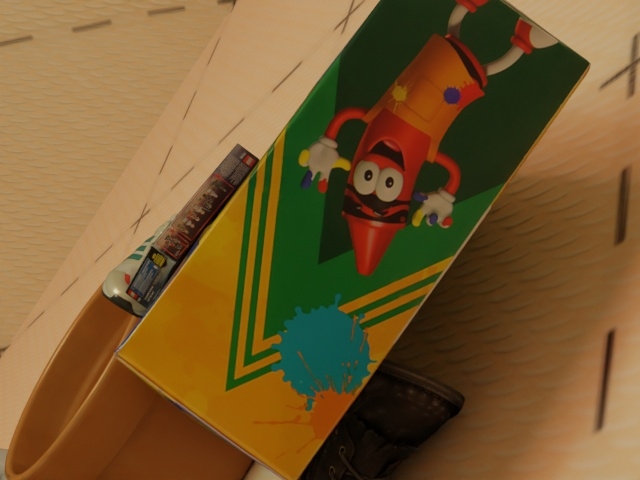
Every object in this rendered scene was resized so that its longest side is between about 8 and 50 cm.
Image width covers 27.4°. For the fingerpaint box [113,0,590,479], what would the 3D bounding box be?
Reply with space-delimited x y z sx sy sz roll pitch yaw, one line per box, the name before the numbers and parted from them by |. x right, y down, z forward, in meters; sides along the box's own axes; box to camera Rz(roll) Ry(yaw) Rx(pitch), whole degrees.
fingerpaint box | 0.000 0.000 1.116 0.371 0.163 0.445 -54 1 -9

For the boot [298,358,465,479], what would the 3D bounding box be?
boot | 0.015 0.230 1.062 0.263 0.091 0.229 -47 18 58

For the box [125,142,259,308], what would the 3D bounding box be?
box | -0.111 -0.013 1.140 0.137 0.027 0.094 -54 2 -36

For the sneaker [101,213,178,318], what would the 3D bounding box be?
sneaker | -0.147 0.012 1.211 0.075 0.057 0.161 -62 -7 23

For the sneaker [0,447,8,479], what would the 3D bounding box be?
sneaker | -0.420 0.422 1.786 0.137 0.210 0.366 -85 -1 -57

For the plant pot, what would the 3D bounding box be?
plant pot | -0.186 0.183 1.455 0.291 0.203 0.291 -48 20 24
